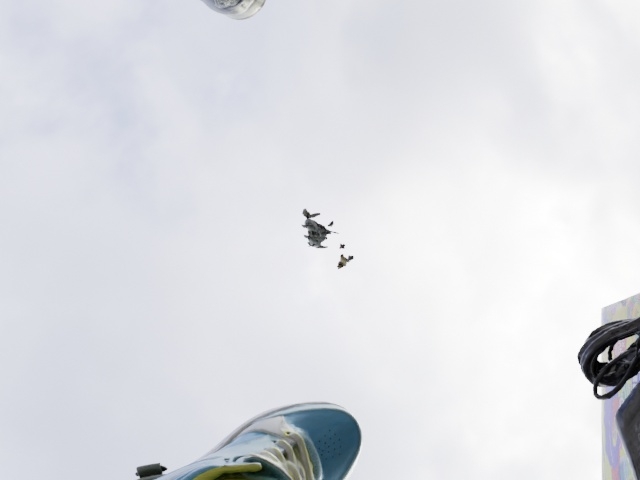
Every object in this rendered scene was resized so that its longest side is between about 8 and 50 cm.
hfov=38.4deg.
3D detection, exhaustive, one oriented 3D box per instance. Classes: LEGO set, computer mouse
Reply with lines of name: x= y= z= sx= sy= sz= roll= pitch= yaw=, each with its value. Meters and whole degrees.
LEGO set: x=0.002 y=0.000 z=1.066 sx=0.083 sy=0.054 sz=0.023 roll=40 pitch=-131 yaw=16
computer mouse: x=0.313 y=0.160 z=0.737 sx=0.072 sy=0.188 sz=0.272 roll=19 pitch=-133 yaw=-24

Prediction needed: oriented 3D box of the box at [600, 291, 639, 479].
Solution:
box: x=0.437 y=0.205 z=0.908 sx=0.177 sy=0.279 sz=0.290 roll=76 pitch=-163 yaw=-80

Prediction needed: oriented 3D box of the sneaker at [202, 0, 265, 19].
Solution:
sneaker: x=-0.104 y=-0.255 z=0.682 sx=0.192 sy=0.064 sz=0.086 roll=61 pitch=-165 yaw=-5

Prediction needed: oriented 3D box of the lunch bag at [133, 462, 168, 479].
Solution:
lunch bag: x=-0.154 y=0.435 z=1.096 sx=0.256 sy=0.212 sz=0.305 roll=53 pitch=-154 yaw=-63

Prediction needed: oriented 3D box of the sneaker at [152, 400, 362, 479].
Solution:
sneaker: x=-0.040 y=0.223 z=0.804 sx=0.319 sy=0.208 sz=0.127 roll=-24 pitch=-92 yaw=-38
